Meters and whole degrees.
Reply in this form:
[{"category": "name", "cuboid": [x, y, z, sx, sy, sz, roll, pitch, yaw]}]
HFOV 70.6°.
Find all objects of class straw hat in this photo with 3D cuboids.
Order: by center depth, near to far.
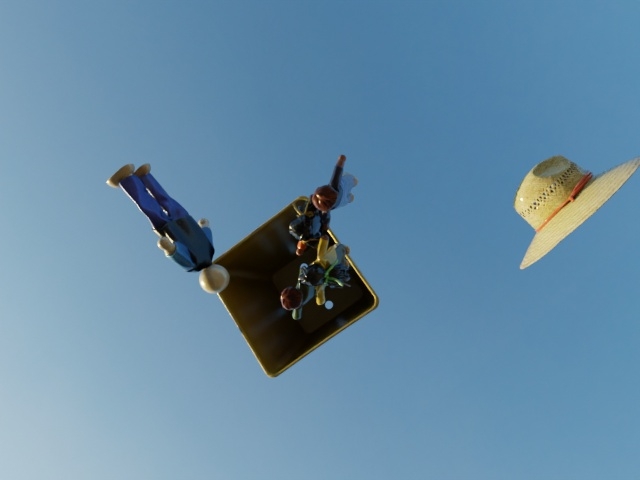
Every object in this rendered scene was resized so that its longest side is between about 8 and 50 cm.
[{"category": "straw hat", "cuboid": [0.222, -0.044, 0.433, 0.061, 0.144, 0.144, 45, -82, 14]}]

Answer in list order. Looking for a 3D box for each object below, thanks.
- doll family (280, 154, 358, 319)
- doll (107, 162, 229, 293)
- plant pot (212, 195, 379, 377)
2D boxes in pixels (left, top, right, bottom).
[{"category": "doll family", "cuboid": [0.000, 0.000, 0.513, 0.076, 0.111, 0.192, 4, -78, 20]}, {"category": "doll", "cuboid": [-0.179, -0.013, 0.575, 0.046, 0.129, 0.189, -38, -90, 15]}, {"category": "plant pot", "cuboid": [-0.029, 0.079, 0.794, 0.212, 0.187, 0.212, -36, -103, 8]}]
